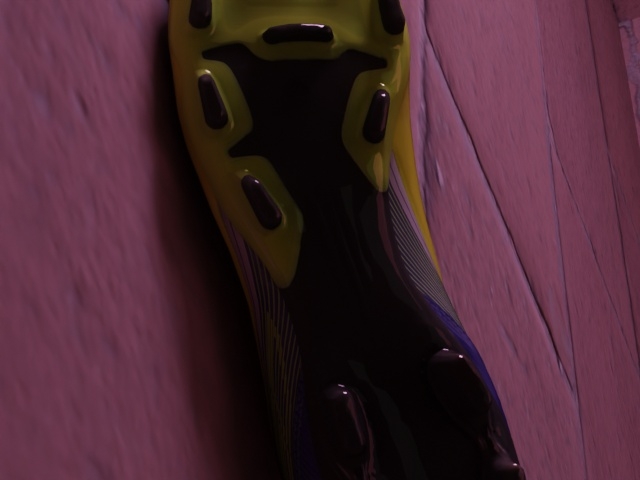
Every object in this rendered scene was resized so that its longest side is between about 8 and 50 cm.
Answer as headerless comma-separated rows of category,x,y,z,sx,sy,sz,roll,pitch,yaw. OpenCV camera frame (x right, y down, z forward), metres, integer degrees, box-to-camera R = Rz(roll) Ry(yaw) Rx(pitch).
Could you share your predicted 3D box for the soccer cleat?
soccer cleat,-0.001,0.001,0.613,0.121,0.093,0.289,126,-50,-70
